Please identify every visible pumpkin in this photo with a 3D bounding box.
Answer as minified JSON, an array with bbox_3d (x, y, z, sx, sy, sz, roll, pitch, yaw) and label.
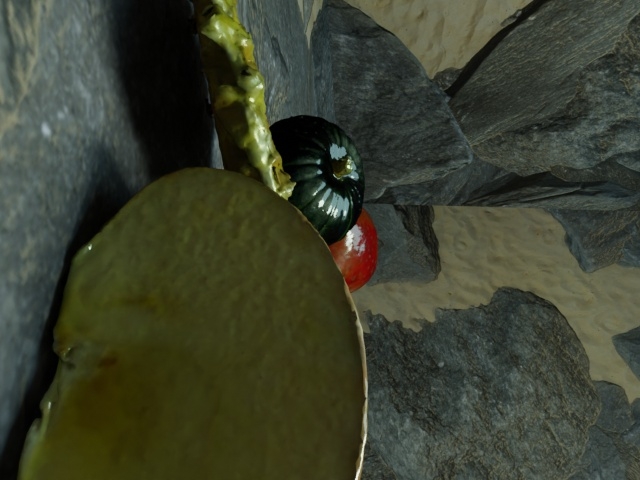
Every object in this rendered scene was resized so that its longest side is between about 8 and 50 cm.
[{"bbox_3d":[-0.017,-0.112,0.878,0.250,0.216,0.249,9,76,-40],"label":"pumpkin"}]

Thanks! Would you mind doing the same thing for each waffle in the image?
[{"bbox_3d":[-0.095,-0.139,0.557,0.302,0.068,0.324,-124,-157,-62],"label":"waffle"}]

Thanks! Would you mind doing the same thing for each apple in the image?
[{"bbox_3d":[-0.107,0.115,0.412,0.314,0.252,0.309,-28,-134,44],"label":"apple"}]

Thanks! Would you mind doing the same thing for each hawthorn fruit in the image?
[{"bbox_3d":[0.000,0.000,1.094,0.307,0.265,0.265,58,34,-64],"label":"hawthorn fruit"}]
